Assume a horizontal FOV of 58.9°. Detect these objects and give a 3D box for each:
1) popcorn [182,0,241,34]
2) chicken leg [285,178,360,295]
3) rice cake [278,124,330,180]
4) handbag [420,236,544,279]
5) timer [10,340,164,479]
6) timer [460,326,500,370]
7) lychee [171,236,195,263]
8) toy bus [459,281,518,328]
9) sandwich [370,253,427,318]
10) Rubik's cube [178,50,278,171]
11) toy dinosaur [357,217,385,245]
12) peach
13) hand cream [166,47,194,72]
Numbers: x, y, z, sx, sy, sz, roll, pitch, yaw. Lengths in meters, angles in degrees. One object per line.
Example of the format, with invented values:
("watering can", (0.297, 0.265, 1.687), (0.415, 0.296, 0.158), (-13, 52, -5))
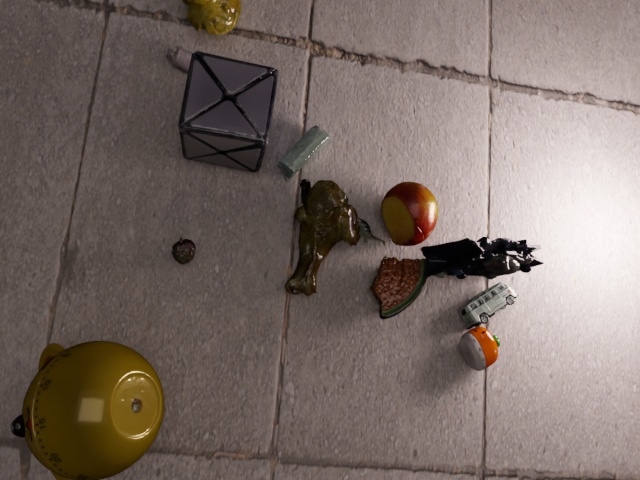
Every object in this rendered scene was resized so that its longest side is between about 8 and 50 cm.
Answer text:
("popcorn", (-0.345, -0.771, 1.792), (0.200, 0.203, 0.226), (32, 92, 7))
("chicken leg", (0.014, -0.005, 1.752), (0.211, 0.140, 0.362), (6, 88, 11))
("rice cake", (-0.056, -0.287, 1.824), (0.069, 0.063, 0.206), (44, 74, 2))
("handbag", (0.502, 0.061, 1.728), (0.325, 0.269, 0.119), (2, 77, -31))
("timer", (-0.605, 0.437, 1.452), (0.386, 0.376, 0.377), (-15, 79, 30))
("timer", (0.516, 0.337, 1.797), (0.136, 0.099, 0.136), (-2, 100, -14))
("lychee", (-0.407, 0.030, 1.688), (0.067, 0.068, 0.084), (2, 97, 18))
("toy bus", (0.545, 0.207, 1.839), (0.193, 0.087, 0.089), (-30, 76, -14))
("sandwich", (0.243, 0.148, 1.798), (0.159, 0.079, 0.235), (23, 71, 4))
("Rubik's cube", (-0.277, -0.380, 1.699), (0.254, 0.260, 0.260), (9, 75, -10))
("toy dinosaur", (0.135, -0.037, 1.829), (0.180, 0.037, 0.058), (48, 50, -6))
("peach", (0.277, -0.083, 1.792), (0.190, 0.190, 0.193), (32, 74, -4))
("hand cream", (-0.423, -0.573, 1.820), (0.142, 0.053, 0.084), (18, 76, -23))
